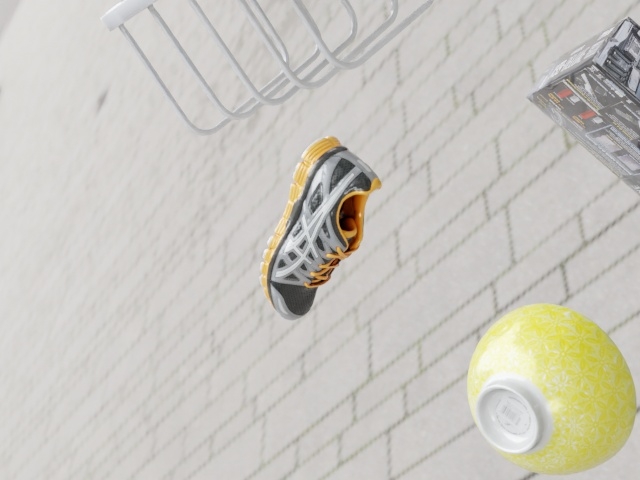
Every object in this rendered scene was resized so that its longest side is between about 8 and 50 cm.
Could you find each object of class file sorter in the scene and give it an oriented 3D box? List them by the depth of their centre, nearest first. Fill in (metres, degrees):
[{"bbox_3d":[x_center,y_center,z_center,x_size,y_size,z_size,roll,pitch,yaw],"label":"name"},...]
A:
[{"bbox_3d":[-0.048,-0.243,1.094,0.278,0.173,0.193,-14,25,52],"label":"file sorter"}]

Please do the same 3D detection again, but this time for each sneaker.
[{"bbox_3d":[0.000,0.000,1.131,0.083,0.084,0.215,31,122,25],"label":"sneaker"}]

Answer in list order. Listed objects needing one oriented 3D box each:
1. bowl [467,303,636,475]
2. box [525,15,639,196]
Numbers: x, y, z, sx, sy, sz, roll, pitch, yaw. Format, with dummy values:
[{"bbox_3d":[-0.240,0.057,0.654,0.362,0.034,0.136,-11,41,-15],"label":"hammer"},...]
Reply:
[{"bbox_3d":[0.337,0.258,1.707,0.289,0.156,0.289,16,114,39],"label":"bowl"},{"bbox_3d":[0.438,-0.135,1.386,0.076,0.307,0.242,-51,4,-7],"label":"box"}]
